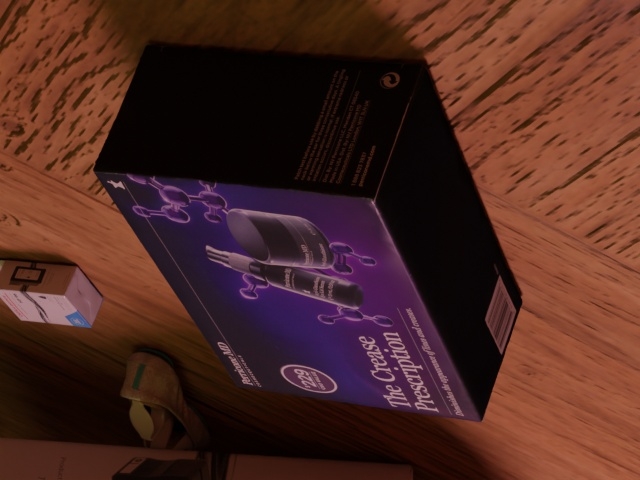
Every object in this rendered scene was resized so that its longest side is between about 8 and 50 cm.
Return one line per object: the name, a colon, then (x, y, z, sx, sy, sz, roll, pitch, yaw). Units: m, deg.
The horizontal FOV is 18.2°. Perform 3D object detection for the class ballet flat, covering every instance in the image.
ballet flat: (-0.133, 0.146, 1.632, 0.057, 0.052, 0.168, 10, 151, 19)

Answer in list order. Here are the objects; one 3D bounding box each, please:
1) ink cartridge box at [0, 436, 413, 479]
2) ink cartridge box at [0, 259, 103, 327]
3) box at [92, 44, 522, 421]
ink cartridge box: (-0.126, 0.312, 1.672, 0.394, 0.166, 0.285, 4, 142, -1)
ink cartridge box: (-0.214, 0.040, 1.520, 0.083, 0.028, 0.048, 5, 148, 28)
box: (0.000, 0.000, 1.237, 0.184, 0.103, 0.261, 9, 150, 26)
